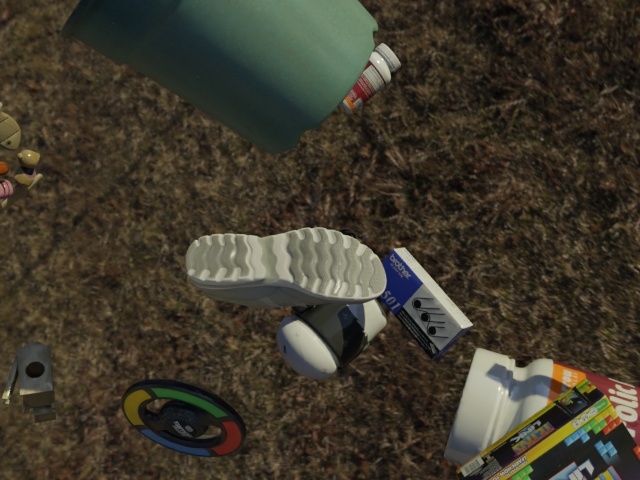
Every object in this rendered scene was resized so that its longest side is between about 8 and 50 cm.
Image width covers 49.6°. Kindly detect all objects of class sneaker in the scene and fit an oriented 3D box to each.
[{"bbox_3d":[-0.047,0.047,0.994,0.281,0.115,0.105,6,61,3],"label":"sneaker"}]

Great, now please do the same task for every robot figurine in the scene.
[{"bbox_3d":[0.031,0.179,1.535,0.278,0.173,0.209,-42,90,-15],"label":"robot figurine"}]

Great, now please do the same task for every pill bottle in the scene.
[{"bbox_3d":[0.093,-0.348,1.483,0.152,0.086,0.086,-40,54,3],"label":"pill bottle"},{"bbox_3d":[0.407,0.316,1.075,0.392,0.224,0.224,17,86,14],"label":"pill bottle"}]

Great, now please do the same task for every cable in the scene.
[{"bbox_3d":[0.000,0.000,1.716,0.184,0.150,0.047,-6,104,44],"label":"cable"}]

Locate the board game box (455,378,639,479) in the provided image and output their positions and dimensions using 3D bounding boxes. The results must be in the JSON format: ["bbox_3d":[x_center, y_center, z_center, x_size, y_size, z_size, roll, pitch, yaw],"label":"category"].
[{"bbox_3d":[0.251,0.251,0.721,0.170,0.141,0.048,-37,12,2],"label":"board game box"}]

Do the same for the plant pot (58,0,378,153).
[{"bbox_3d":[-0.121,-0.316,0.969,0.341,0.334,0.341,-42,26,26],"label":"plant pot"}]

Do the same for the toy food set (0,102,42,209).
[{"bbox_3d":[-0.328,-0.077,0.714,0.019,0.122,0.078,35,69,21],"label":"toy food set"}]

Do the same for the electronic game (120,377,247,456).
[{"bbox_3d":[-0.241,0.316,1.219,0.229,0.229,0.048,-20,35,32],"label":"electronic game"}]

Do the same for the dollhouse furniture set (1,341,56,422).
[{"bbox_3d":[-0.602,0.284,1.338,0.182,0.161,0.101,119,140,-54],"label":"dollhouse furniture set"}]

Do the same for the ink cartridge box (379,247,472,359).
[{"bbox_3d":[0.190,0.121,1.349,0.207,0.046,0.097,51,120,24],"label":"ink cartridge box"}]
